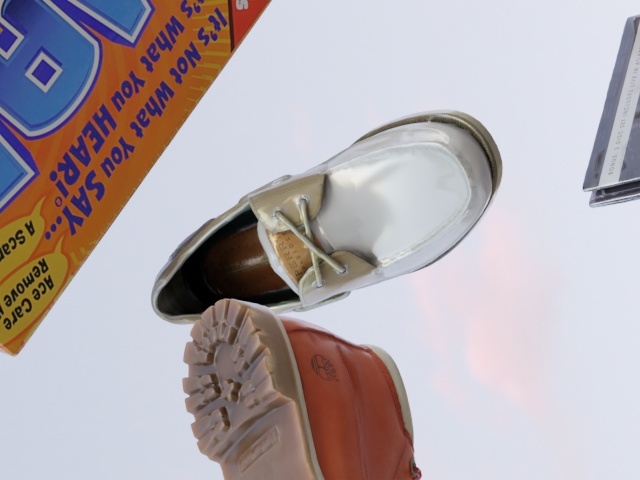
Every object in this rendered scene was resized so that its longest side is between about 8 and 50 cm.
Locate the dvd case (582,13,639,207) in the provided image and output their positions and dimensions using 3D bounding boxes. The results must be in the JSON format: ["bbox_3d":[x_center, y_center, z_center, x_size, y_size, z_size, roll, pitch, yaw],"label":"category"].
[{"bbox_3d":[0.259,-0.096,1.072,0.018,0.221,0.164,58,-145,-31],"label":"dvd case"}]

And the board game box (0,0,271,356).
[{"bbox_3d":[-0.320,-0.174,1.479,0.356,0.356,0.356,40,-105,-25],"label":"board game box"}]

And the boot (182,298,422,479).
[{"bbox_3d":[0.009,0.097,0.686,0.084,0.059,0.158,15,-128,-40],"label":"boot"}]

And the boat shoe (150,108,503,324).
[{"bbox_3d":[0.000,0.000,1.439,0.103,0.302,0.113,-33,-86,-52],"label":"boat shoe"}]
